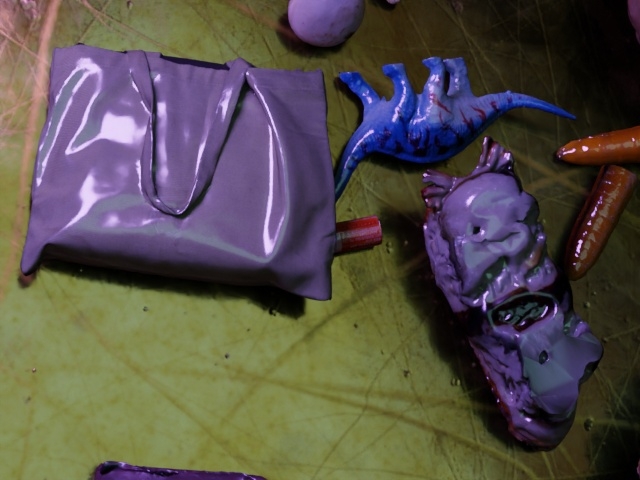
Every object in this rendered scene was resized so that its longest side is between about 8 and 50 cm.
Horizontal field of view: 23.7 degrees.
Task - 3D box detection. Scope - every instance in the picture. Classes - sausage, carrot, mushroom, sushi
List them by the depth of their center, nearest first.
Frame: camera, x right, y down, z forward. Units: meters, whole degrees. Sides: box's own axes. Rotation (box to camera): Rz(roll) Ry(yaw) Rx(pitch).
[{"bbox_3d":[0.203,0.062,1.609,0.124,0.130,0.332,-24,87,-16],"label":"sushi"},{"bbox_3d":[0.000,0.000,1.624,0.129,0.034,0.034,-11,83,-14],"label":"sausage"},{"bbox_3d":[0.004,-0.256,1.658,0.085,0.085,0.079,-2,39,-13],"label":"mushroom"},{"bbox_3d":[0.302,-0.016,1.691,0.048,0.048,0.139,30,78,-6],"label":"carrot"},{"bbox_3d":[0.402,-0.113,1.717,0.271,0.066,0.062,-6,120,-16],"label":"carrot"}]

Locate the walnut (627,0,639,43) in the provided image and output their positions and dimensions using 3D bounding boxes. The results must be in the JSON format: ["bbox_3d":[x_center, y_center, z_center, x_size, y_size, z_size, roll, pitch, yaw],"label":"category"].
[{"bbox_3d":[0.472,-0.271,1.680,0.273,0.227,0.273,2,82,-12],"label":"walnut"}]

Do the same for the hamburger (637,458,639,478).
[{"bbox_3d":[0.467,0.253,1.570,0.245,0.260,0.211,30,71,1],"label":"hamburger"}]

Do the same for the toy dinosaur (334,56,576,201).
[{"bbox_3d":[0.110,-0.141,1.655,0.329,0.076,0.144,-22,92,-13],"label":"toy dinosaur"}]

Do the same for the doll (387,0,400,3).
[{"bbox_3d":[0.095,-0.306,1.705,0.061,0.051,0.093,54,45,2],"label":"doll"}]

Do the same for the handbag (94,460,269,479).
[{"bbox_3d":[-0.138,0.322,1.471,0.216,0.074,0.203,-1,70,20],"label":"handbag"}]

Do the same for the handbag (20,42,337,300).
[{"bbox_3d":[-0.136,-0.073,1.564,0.315,0.109,0.253,5,74,-5],"label":"handbag"}]
